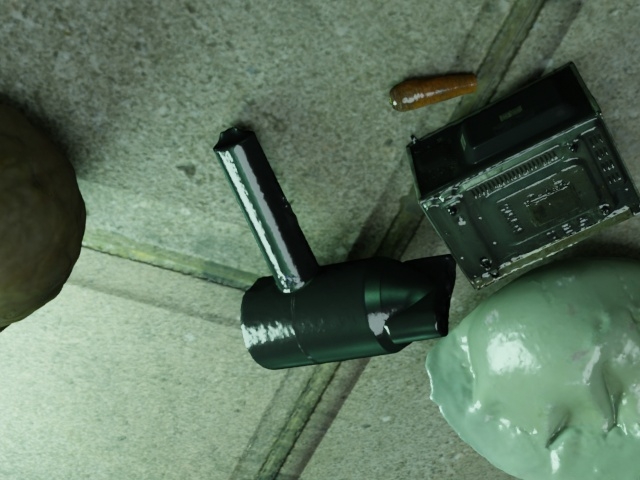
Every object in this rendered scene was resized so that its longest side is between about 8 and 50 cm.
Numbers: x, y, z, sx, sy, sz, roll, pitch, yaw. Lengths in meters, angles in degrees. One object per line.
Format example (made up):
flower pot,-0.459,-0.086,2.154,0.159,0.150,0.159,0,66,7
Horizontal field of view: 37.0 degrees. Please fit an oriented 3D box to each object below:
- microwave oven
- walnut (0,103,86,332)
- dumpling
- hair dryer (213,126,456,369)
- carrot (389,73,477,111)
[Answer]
microwave oven,0.218,-0.064,1.025,0.205,0.129,0.163,-28,125,16
walnut,-0.365,-0.014,0.972,0.248,0.248,0.248,-2,127,-2
dumpling,0.328,0.144,1.156,0.320,0.211,0.270,-40,84,40
hair dryer,0.000,0.000,1.054,0.244,0.116,0.303,-14,116,28
carrot,0.118,-0.158,1.010,0.093,0.032,0.032,-11,127,2
